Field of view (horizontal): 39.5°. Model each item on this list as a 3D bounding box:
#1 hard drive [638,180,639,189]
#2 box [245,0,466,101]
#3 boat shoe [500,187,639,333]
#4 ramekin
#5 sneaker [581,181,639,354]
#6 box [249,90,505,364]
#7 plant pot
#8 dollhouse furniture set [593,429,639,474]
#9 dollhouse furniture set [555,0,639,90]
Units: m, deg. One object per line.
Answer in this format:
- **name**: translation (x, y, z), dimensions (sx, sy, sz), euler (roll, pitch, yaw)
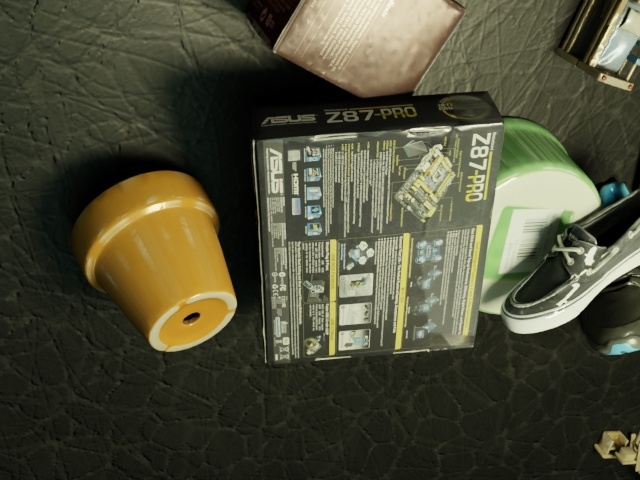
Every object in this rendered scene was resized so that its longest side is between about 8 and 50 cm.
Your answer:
- **hard drive**: translation (0.593, -0.131, 1.530), dimensions (0.094, 0.022, 0.135), euler (-14, 124, -24)
- **box**: translation (0.040, -0.298, 1.161), dimensions (0.203, 0.168, 0.167), euler (23, 110, -28)
- **boat shoe**: translation (0.391, 0.023, 1.331), dimensions (0.301, 0.108, 0.102), euler (-31, 125, -2)
- **ramekin**: translation (0.297, -0.029, 1.422), dimensions (0.303, 0.148, 0.303), euler (-9, 122, -14)
- **sneaker**: translation (0.475, 0.042, 1.447), dimensions (0.125, 0.341, 0.139), euler (-13, 123, 27)
- **box**: translation (0.069, -0.005, 1.225), dimensions (0.318, 0.097, 0.395), euler (-4, 128, -4)
- **plant pot**: translation (-0.212, 0.041, 1.224), dimensions (0.205, 0.188, 0.205), euler (-24, 149, -15)
- **dollhouse furniture set**: translation (0.676, 0.490, 1.842), dimensions (0.161, 0.182, 0.101), euler (3, 118, -21)
- **dollhouse furniture set**: translation (0.484, -0.296, 1.339), dimensions (0.184, 0.129, 0.129), euler (11, 115, -25)
